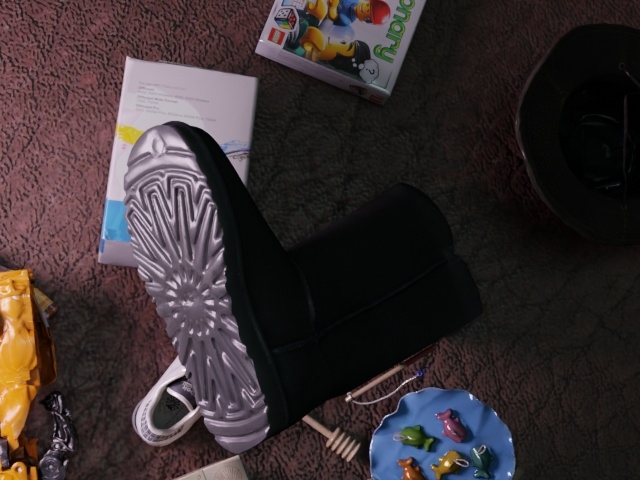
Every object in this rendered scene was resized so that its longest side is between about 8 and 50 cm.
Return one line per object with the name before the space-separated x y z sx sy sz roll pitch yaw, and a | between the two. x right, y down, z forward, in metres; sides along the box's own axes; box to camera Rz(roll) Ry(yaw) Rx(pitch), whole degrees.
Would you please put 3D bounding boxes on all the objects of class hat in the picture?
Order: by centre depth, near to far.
hat | 0.376 -0.137 1.702 0.331 0.134 0.331 2 86 -27

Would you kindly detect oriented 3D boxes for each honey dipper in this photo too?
honey dipper | -0.019 0.226 1.613 0.161 0.030 0.030 37 75 2

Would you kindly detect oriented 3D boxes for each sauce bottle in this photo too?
sauce bottle | -0.388 0.059 1.570 0.128 0.042 0.042 39 75 -2

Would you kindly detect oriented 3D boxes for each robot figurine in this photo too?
robot figurine | -0.402 0.185 1.504 0.211 0.085 0.290 -5 91 -7

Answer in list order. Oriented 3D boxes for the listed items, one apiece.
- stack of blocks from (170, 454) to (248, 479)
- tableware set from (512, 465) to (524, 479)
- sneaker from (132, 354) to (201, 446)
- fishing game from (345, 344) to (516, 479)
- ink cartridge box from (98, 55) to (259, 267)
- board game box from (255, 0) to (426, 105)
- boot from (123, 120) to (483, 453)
stack of blocks | -0.118 0.345 1.431 0.087 0.297 0.171 -20 82 -14
tableware set | 0.247 0.401 1.622 0.128 0.039 0.194 41 69 12
sneaker | -0.142 0.160 1.569 0.090 0.095 0.235 36 74 0
fishing game | 0.148 0.276 1.571 0.189 0.041 0.264 -32 88 12
ink cartridge box | -0.179 -0.087 1.570 0.168 0.171 0.232 8 78 -9
board game box | 0.054 -0.361 1.728 0.193 0.053 0.305 22 76 -6
boot | 0.000 0.002 1.481 0.445 0.146 0.366 -23 101 -47
